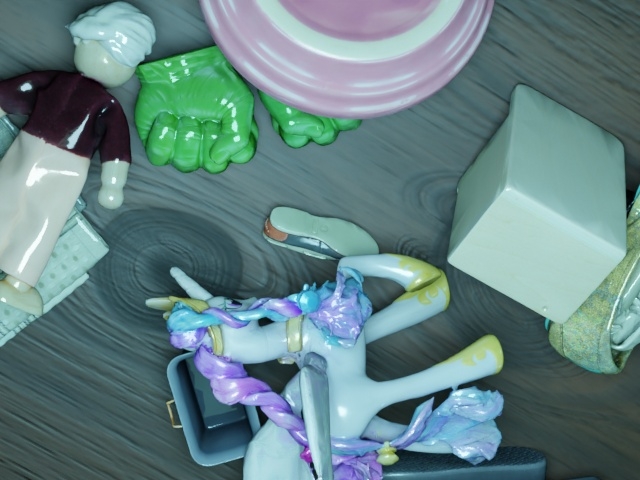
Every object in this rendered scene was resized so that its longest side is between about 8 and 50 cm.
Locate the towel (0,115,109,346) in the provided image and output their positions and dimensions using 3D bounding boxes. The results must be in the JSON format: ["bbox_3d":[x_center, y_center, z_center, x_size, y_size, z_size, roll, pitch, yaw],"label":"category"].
[{"bbox_3d":[-0.446,-0.010,1.506,0.324,0.056,0.312,-38,98,5],"label":"towel"}]

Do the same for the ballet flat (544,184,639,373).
[{"bbox_3d":[0.388,0.001,1.482,0.123,0.123,0.348,32,98,-9],"label":"ballet flat"}]

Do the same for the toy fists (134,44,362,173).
[{"bbox_3d":[-0.070,-0.157,1.481,0.279,0.096,0.142,-15,101,-3],"label":"toy fists"}]

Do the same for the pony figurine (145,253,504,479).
[{"bbox_3d":[0.014,0.171,1.417,0.363,0.303,0.351,-5,64,-21],"label":"pony figurine"}]

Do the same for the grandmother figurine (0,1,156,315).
[{"bbox_3d":[-0.286,-0.105,1.426,0.208,0.104,0.342,29,89,6],"label":"grandmother figurine"}]

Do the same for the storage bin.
[{"bbox_3d":[-0.128,0.181,1.536,0.098,0.091,0.135,-16,100,-2],"label":"storage bin"}]

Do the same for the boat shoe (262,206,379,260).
[{"bbox_3d":[0.000,0.000,1.541,0.137,0.049,0.043,17,140,-10],"label":"boat shoe"}]

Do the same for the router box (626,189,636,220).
[{"bbox_3d":[0.401,0.044,1.579,0.179,0.046,0.133,35,96,-9],"label":"router box"}]

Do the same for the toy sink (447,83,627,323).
[{"bbox_3d":[0.244,-0.043,1.495,0.152,0.234,0.131,28,126,-10],"label":"toy sink"}]

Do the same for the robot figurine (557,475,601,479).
[{"bbox_3d":[0.305,0.420,1.537,0.173,0.278,0.209,-29,144,29],"label":"robot figurine"}]

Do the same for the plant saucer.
[{"bbox_3d":[0.032,-0.299,1.417,0.332,0.084,0.332,2,79,-8],"label":"plant saucer"}]

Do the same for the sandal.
[{"bbox_3d":[0.145,0.285,1.574,0.254,0.097,0.054,1,100,-5],"label":"sandal"}]
